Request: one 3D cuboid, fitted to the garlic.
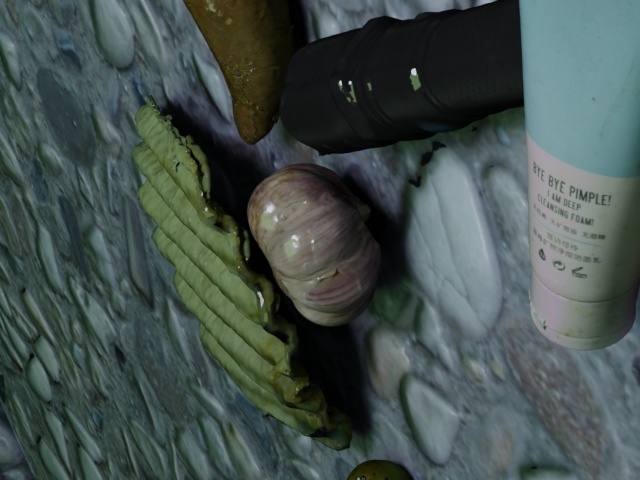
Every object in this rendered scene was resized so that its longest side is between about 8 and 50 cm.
[{"bbox_3d":[0.000,0.000,1.254,0.147,0.102,0.159,59,176,41],"label":"garlic"}]

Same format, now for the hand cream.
[{"bbox_3d":[0.152,-0.062,0.812,0.111,0.070,0.312,31,147,29],"label":"hand cream"}]

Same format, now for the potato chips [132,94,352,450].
[{"bbox_3d":[-0.098,0.035,1.482,0.429,0.070,0.358,40,154,59],"label":"potato chips"}]

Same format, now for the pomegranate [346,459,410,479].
[{"bbox_3d":[0.057,0.248,1.401,0.073,0.073,0.084,57,177,19],"label":"pomegranate"}]

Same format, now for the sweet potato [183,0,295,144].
[{"bbox_3d":[-0.089,-0.232,1.243,0.124,0.098,0.310,-139,27,-79],"label":"sweet potato"}]

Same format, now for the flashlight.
[{"bbox_3d":[0.105,-0.117,0.974,0.424,0.103,0.103,-1,110,61],"label":"flashlight"}]
